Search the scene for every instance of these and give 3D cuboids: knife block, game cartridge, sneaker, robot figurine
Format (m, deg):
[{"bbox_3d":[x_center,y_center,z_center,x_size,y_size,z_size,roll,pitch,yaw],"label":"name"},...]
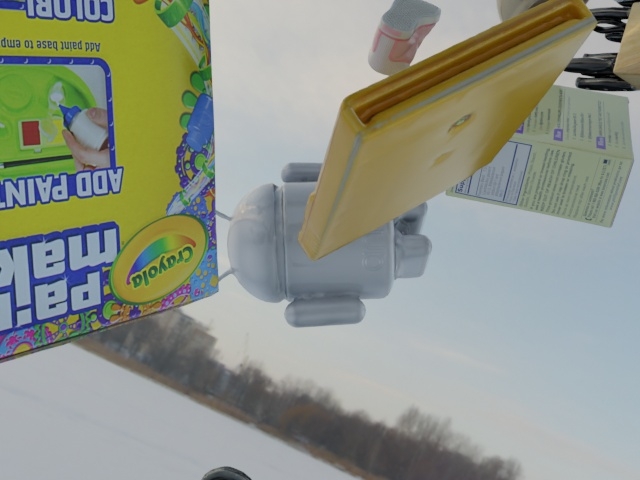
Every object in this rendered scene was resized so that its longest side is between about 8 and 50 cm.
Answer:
[{"bbox_3d":[0.430,-0.220,1.012,0.088,0.275,0.242,17,-45,-35],"label":"knife block"},{"bbox_3d":[0.118,-0.109,0.896,0.052,0.285,0.323,58,-19,12],"label":"game cartridge"},{"bbox_3d":[0.089,-0.223,0.903,0.051,0.134,0.070,27,-54,11],"label":"sneaker"},{"bbox_3d":[0.000,0.000,1.345,0.354,0.299,0.199,-3,-29,-2],"label":"robot figurine"}]

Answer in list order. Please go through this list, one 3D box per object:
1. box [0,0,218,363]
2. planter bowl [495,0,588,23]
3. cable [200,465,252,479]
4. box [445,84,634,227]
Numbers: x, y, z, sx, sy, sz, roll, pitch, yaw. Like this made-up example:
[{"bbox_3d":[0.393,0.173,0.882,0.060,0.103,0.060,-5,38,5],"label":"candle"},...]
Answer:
[{"bbox_3d":[-0.213,-0.109,0.385,0.290,0.279,0.177,7,14,35],"label":"box"},{"bbox_3d":[0.355,-0.417,1.347,0.109,0.162,0.162,61,-3,18],"label":"planter bowl"},{"bbox_3d":[-0.041,0.370,0.835,0.140,0.287,0.072,-14,4,4],"label":"cable"},{"bbox_3d":[0.329,-0.143,1.227,0.243,0.213,0.117,12,-54,9],"label":"box"}]
